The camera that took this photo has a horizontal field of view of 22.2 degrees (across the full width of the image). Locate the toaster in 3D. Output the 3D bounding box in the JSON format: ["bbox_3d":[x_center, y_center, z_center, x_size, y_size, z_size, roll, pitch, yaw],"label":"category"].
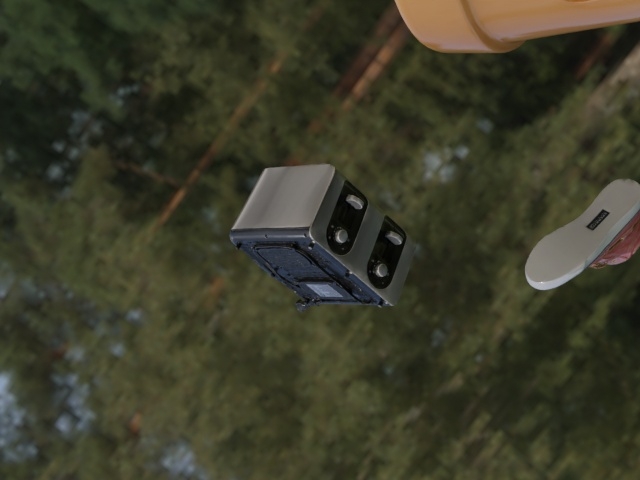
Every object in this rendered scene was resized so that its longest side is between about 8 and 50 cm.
[{"bbox_3d":[0.000,0.000,1.954,0.186,0.110,0.168,-2,146,49],"label":"toaster"}]

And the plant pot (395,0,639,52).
[{"bbox_3d":[0.205,-0.296,1.373,0.203,0.290,0.291,8,-178,28],"label":"plant pot"}]

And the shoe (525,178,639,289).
[{"bbox_3d":[0.311,0.012,1.882,0.063,0.178,0.081,36,160,38],"label":"shoe"}]
